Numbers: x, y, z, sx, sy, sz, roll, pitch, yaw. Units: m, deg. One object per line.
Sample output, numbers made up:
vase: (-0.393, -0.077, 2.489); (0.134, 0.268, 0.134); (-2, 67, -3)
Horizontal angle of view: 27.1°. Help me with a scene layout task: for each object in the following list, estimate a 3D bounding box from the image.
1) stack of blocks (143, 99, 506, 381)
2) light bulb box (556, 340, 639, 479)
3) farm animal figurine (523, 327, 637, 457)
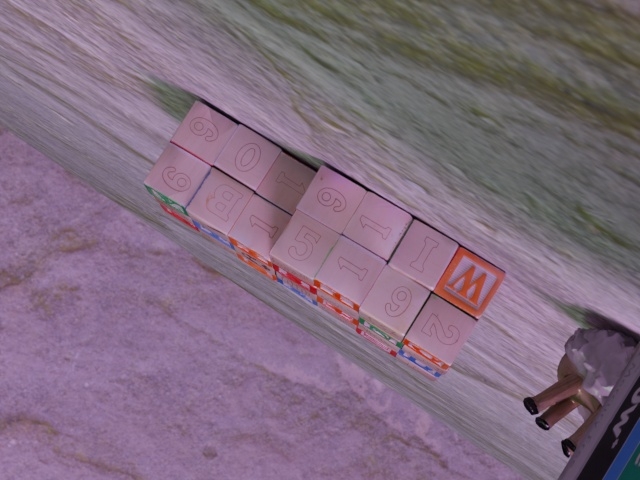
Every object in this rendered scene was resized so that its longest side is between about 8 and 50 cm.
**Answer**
stack of blocks: (0.000, 0.000, 1.131); (0.297, 0.087, 0.171); (32, 172, 6)
light bulb box: (0.255, 0.224, 0.550); (0.361, 0.358, 0.225); (34, 171, 0)
farm animal figurine: (0.326, 0.235, 0.983); (0.327, 0.172, 0.330); (46, 165, 53)
